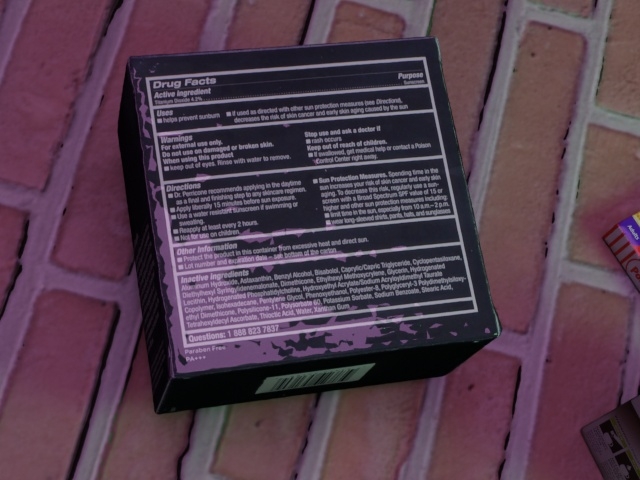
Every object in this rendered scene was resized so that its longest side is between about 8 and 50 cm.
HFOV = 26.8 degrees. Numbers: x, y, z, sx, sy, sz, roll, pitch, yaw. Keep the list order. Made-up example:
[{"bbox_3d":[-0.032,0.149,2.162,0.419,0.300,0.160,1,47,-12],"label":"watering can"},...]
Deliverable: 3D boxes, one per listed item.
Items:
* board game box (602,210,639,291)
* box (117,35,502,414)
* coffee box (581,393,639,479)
[{"bbox_3d":[0.423,0.008,1.437,0.193,0.045,0.147,-28,78,-19],"label":"board game box"},{"bbox_3d":[-0.022,-0.014,1.244,0.296,0.183,0.294,-5,74,-14],"label":"box"},{"bbox_3d":[0.385,0.163,1.237,0.168,0.297,0.119,-21,75,-17],"label":"coffee box"}]
